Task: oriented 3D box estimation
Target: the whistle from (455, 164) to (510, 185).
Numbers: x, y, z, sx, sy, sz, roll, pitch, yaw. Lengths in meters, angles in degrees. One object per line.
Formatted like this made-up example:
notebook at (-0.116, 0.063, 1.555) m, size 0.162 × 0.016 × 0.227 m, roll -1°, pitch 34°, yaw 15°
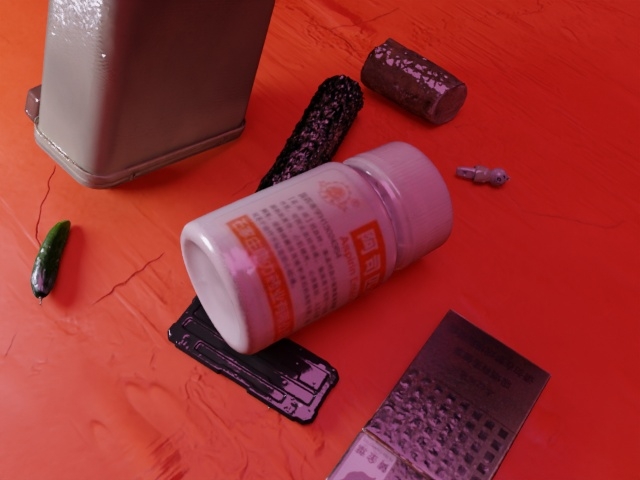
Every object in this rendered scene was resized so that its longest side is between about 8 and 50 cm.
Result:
whistle at (0.302, -0.122, 1.129) m, size 0.100 × 0.035 × 0.035 m, roll 9°, pitch 57°, yaw 3°

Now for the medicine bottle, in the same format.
medicine bottle at (0.000, 0.000, 0.918) m, size 0.372 × 0.211 × 0.211 m, roll -26°, pitch 63°, yaw -24°

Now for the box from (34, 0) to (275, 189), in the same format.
box at (-0.246, -0.296, 0.959) m, size 0.177 × 0.343 × 0.352 m, roll 41°, pitch 42°, yaw 16°

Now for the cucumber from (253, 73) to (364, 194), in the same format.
cucumber at (-0.027, -0.156, 1.089) m, size 0.096 × 0.096 × 0.359 m, roll 22°, pitch 57°, yaw 10°

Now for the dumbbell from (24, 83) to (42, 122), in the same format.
dumbbell at (-0.436, -0.192, 1.086) m, size 0.231 × 0.092 × 0.082 m, roll 44°, pitch 36°, yaw 22°

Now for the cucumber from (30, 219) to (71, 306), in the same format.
cucumber at (-0.434, 0.031, 0.970) m, size 0.039 × 0.039 × 0.167 m, roll 3°, pitch 54°, yaw -3°

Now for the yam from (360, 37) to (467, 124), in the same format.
yam at (0.186, -0.310, 1.201) m, size 0.194 × 0.107 × 0.107 m, roll 35°, pitch 61°, yaw 16°

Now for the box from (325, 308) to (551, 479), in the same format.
box at (0.174, 0.266, 0.863) m, size 0.180 × 0.047 × 0.325 m, roll 34°, pitch 60°, yaw 17°

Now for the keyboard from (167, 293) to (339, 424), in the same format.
keyboard at (-0.104, 0.174, 0.917) m, size 0.263 × 0.016 × 0.106 m, roll 28°, pitch 59°, yaw 14°
